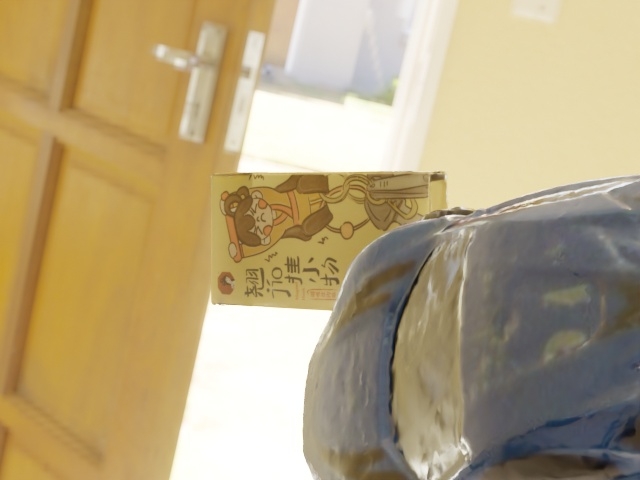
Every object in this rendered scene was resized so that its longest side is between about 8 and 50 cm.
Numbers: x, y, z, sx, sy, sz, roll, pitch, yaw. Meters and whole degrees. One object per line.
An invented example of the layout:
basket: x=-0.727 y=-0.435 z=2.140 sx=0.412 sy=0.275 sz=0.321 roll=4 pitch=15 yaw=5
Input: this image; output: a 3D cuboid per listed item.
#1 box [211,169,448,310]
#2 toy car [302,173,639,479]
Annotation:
box: x=0.000 y=0.000 z=0.791 sx=0.149 sy=0.073 sz=0.020 roll=1 pitch=3 yaw=37
toy car: x=0.065 y=0.027 z=0.374 sx=0.063 sy=0.103 sz=0.216 roll=20 pitch=-25 yaw=-39
